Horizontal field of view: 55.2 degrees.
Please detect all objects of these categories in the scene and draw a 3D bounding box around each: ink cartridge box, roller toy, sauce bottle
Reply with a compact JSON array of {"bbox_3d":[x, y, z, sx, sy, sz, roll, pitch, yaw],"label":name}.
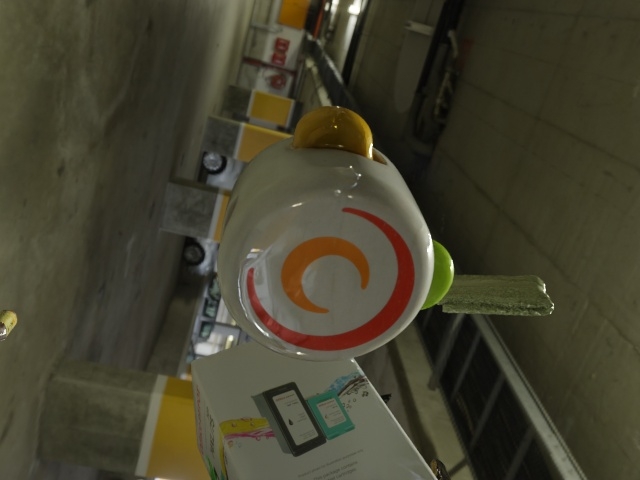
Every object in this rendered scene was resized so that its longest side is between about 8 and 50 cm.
[{"bbox_3d":[-0.024,0.277,0.772,0.270,0.197,0.198,52,-32,42],"label":"ink cartridge box"},{"bbox_3d":[0.000,0.000,0.579,0.191,0.209,0.146,-32,-155,12],"label":"roller toy"},{"bbox_3d":[-0.627,0.175,1.191,0.128,0.042,0.042,-119,-137,-71],"label":"sauce bottle"}]

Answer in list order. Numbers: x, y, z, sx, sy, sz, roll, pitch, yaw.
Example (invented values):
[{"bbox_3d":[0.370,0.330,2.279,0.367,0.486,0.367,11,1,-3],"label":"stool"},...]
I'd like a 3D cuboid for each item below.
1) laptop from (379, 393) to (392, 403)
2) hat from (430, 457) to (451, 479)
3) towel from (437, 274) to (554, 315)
[{"bbox_3d":[-0.046,0.316,1.115,0.264,0.235,0.136,15,-76,57],"label":"laptop"},{"bbox_3d":[0.200,0.467,0.803,0.331,0.134,0.330,5,90,-86],"label":"hat"},{"bbox_3d":[0.223,0.069,0.805,0.110,0.148,0.027,-51,142,-71],"label":"towel"}]
